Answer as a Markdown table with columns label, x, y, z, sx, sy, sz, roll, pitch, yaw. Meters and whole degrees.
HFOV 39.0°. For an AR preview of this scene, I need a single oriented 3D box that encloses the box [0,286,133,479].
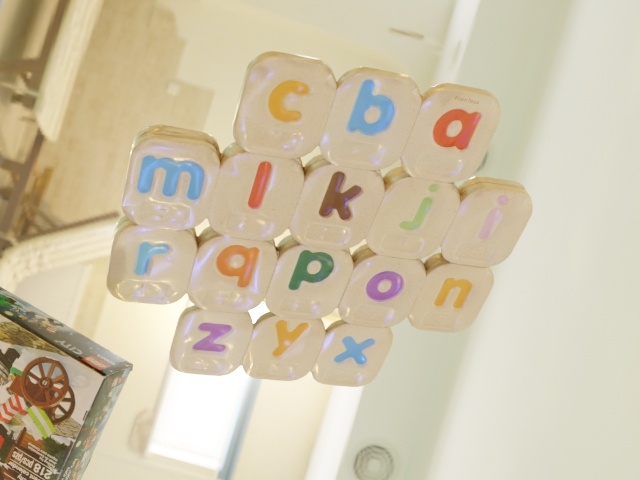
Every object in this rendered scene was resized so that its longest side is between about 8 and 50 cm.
| label | x | y | z | sx | sy | sz | roll | pitch | yaw |
| --- | --- | --- | --- | --- | --- | --- | --- | --- | --- |
| box | -0.264 | 0.103 | 0.629 | 0.159 | 0.233 | 0.044 | -65 | 167 | 9 |

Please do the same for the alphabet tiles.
| label | x | y | z | sx | sy | sz | roll | pitch | yaw |
| --- | --- | --- | --- | --- | --- | --- | --- | --- | --- |
| alphabet tiles | 0.000 | 0.000 | 0.638 | 0.021 | 0.284 | 0.278 | -103 | -154 | -49 |
